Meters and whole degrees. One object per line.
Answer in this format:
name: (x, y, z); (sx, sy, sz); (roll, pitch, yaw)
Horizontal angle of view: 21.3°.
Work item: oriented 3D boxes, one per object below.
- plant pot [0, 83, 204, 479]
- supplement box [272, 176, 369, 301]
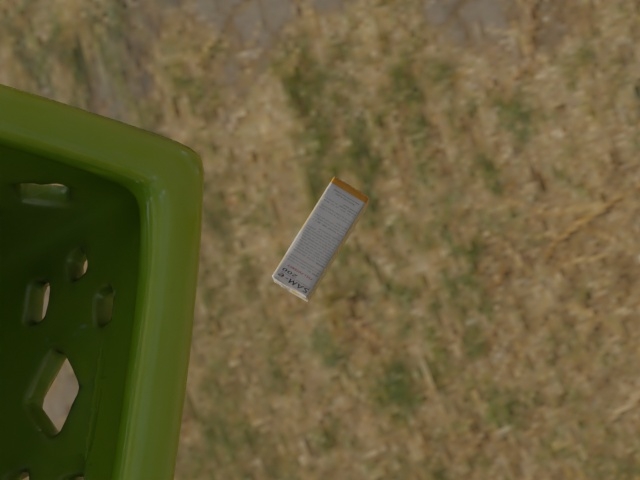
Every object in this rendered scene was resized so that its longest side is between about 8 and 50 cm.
plant pot: (-0.191, 0.067, 0.544); (0.207, 0.228, 0.227); (-16, 62, 59)
supplement box: (0.000, 0.000, 1.416); (0.036, 0.098, 0.062); (31, 175, 3)
